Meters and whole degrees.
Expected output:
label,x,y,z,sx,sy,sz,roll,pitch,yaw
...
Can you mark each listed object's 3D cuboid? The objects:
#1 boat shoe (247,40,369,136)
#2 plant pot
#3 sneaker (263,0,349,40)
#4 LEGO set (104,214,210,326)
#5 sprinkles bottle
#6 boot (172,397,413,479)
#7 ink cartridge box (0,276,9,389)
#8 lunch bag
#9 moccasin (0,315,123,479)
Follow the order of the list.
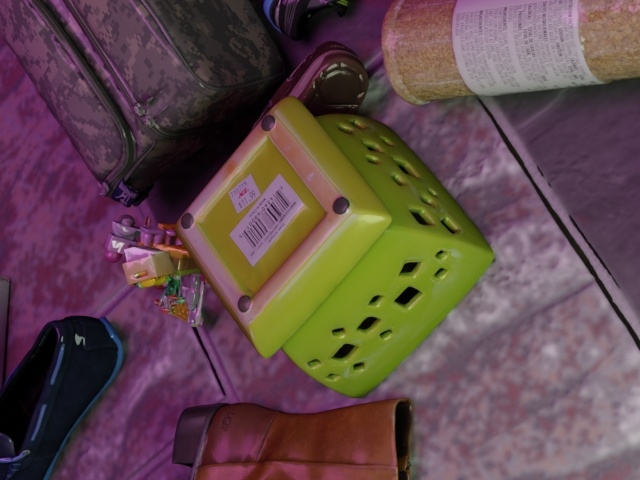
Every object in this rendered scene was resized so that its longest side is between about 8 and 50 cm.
label,x,y,z,sx,sy,sz,roll,pitch,yaw
boat shoe,-0.037,-0.114,1.548,0.257,0.095,0.095,-50,30,18
plant pot,0.000,0.000,1.404,0.228,0.207,0.227,-48,55,16
sneaker,0.020,-0.301,1.566,0.188,0.067,0.078,-40,79,20
LEGO set,-0.172,0.047,1.540,0.287,0.132,0.107,-141,60,-74
sprinkles bottle,0.233,-0.206,1.335,0.355,0.121,0.121,-3,77,36
boot,-0.027,0.300,1.444,0.280,0.096,0.264,-3,69,29
ink cartridge box,-0.552,0.151,1.836,0.272,0.114,0.197,-11,71,35
lunch bag,-0.227,-0.223,1.593,0.256,0.212,0.305,-36,87,35
moccasin,-0.384,0.220,1.690,0.137,0.116,0.342,40,103,37
